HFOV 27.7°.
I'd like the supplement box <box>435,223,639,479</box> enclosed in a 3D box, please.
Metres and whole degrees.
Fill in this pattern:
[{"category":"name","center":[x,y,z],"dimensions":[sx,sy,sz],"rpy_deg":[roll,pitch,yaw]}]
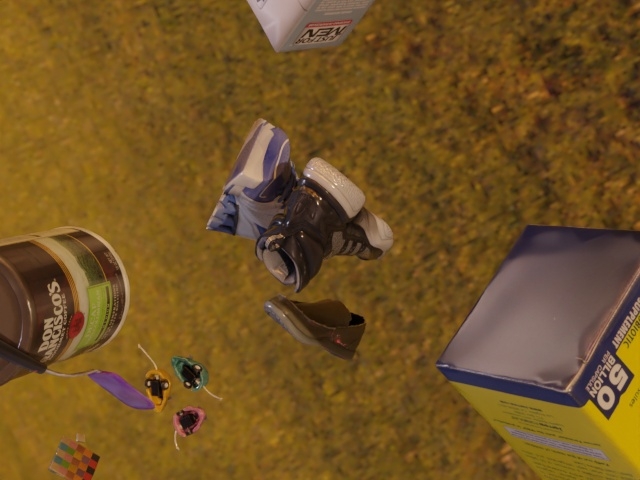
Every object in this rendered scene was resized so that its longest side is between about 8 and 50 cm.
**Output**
[{"category":"supplement box","center":[0.326,0.170,1.340],"dimensions":[0.356,0.194,0.195],"rpy_deg":[46,158,-28]}]

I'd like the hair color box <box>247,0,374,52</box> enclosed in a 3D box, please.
[{"category":"hair color box","center":[0.032,-0.408,1.493],"dimensions":[0.374,0.114,0.185],"rpy_deg":[-47,65,43]}]

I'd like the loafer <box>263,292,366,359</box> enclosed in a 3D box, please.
[{"category":"loafer","center":[-0.005,0.129,2.203],"dimensions":[0.094,0.087,0.251],"rpy_deg":[38,-174,34]}]

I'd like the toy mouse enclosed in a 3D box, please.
[{"category":"toy mouse","center":[-0.186,0.220,1.853],"dimensions":[0.143,0.031,0.161],"rpy_deg":[-6,95,35]}]

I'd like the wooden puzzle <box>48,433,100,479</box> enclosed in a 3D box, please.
[{"category":"wooden puzzle","center":[-0.276,0.250,1.453],"dimensions":[0.049,0.083,0.006],"rpy_deg":[34,126,-14]}]

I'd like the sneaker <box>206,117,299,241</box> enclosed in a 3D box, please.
[{"category":"sneaker","center":[-0.056,-0.065,1.984],"dimensions":[0.182,0.127,0.315],"rpy_deg":[24,159,-5]}]

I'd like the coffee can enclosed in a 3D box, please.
[{"category":"coffee can","center":[-0.428,0.091,1.874],"dimensions":[0.201,0.202,0.275],"rpy_deg":[62,-159,4]}]

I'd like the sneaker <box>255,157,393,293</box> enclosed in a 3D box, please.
[{"category":"sneaker","center":[0.000,0.000,1.702],"dimensions":[0.101,0.153,0.268],"rpy_deg":[40,176,25]}]

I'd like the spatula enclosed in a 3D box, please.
[{"category":"spatula","center":[-0.347,0.171,1.728],"dimensions":[0.084,0.296,0.030],"rpy_deg":[-7,64,50]}]
